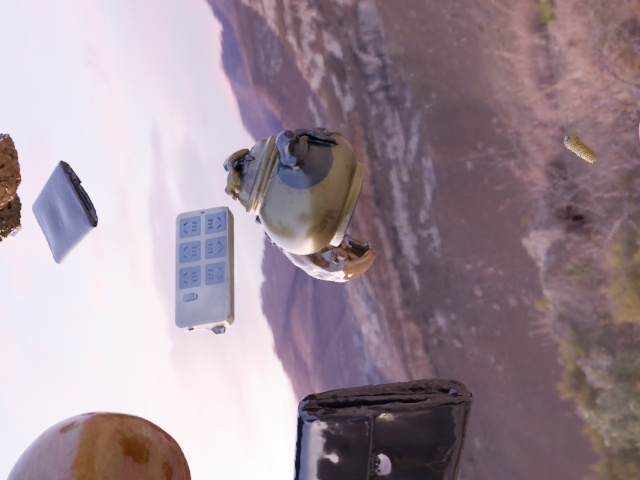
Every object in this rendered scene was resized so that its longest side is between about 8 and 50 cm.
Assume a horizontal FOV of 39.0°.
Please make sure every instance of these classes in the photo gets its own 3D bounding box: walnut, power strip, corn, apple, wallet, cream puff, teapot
[{"bbox_3d":[-0.008,0.003,2.022,0.238,0.204,0.141,57,136,38],"label":"walnut"},{"bbox_3d":[-0.159,0.039,1.249,0.035,0.082,0.192,66,-162,-61],"label":"power strip"},{"bbox_3d":[0.526,-0.188,1.835,0.027,0.083,0.028,-33,30,55],"label":"corn"},{"bbox_3d":[-0.296,0.374,1.220,0.264,0.264,0.264,-12,-90,-89],"label":"apple"},{"bbox_3d":[-0.597,-0.062,2.112,0.321,0.044,0.170,-31,83,55],"label":"wallet"},{"bbox_3d":[0.069,0.367,1.200,0.062,0.229,0.406,-119,29,-58],"label":"wallet"},{"bbox_3d":[-0.538,-0.062,1.430,0.183,0.183,0.168,-99,-10,-68],"label":"cream puff"},{"bbox_3d":[-0.046,-0.071,1.228,0.269,0.183,0.173,121,167,-65],"label":"teapot"}]

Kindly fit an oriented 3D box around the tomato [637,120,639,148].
[{"bbox_3d":[0.765,-0.171,1.681,0.325,0.290,0.293,64,-177,-57],"label":"tomato"}]
